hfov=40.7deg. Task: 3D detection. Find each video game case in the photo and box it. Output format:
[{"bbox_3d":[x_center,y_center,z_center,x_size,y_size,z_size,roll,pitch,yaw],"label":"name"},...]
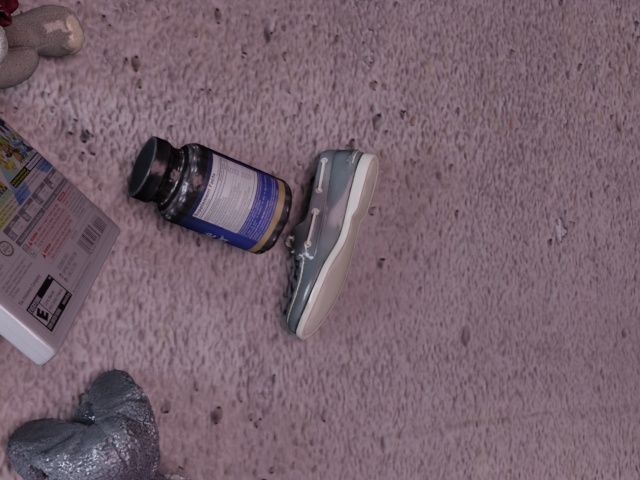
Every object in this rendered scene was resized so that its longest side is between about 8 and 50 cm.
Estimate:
[{"bbox_3d":[-0.396,-0.037,1.048,0.036,0.329,0.300,-38,110,17],"label":"video game case"}]

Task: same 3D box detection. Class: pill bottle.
[{"bbox_3d":[-0.162,-0.069,1.266,0.219,0.123,0.123,22,75,-26],"label":"pill bottle"}]

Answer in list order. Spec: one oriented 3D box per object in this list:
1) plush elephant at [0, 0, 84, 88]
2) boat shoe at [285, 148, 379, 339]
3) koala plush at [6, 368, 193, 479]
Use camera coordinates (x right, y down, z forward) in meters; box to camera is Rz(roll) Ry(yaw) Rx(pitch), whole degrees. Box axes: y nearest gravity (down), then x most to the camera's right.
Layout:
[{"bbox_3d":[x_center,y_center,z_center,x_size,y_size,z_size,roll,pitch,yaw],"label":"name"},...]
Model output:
[{"bbox_3d":[-0.432,-0.304,1.021,0.330,0.255,0.272,-43,112,-34],"label":"plush elephant"},{"bbox_3d":[0.000,0.000,1.388,0.099,0.116,0.320,18,81,17],"label":"boat shoe"},{"bbox_3d":[-0.267,0.323,1.147,0.196,0.203,0.221,-32,114,-28],"label":"koala plush"}]
